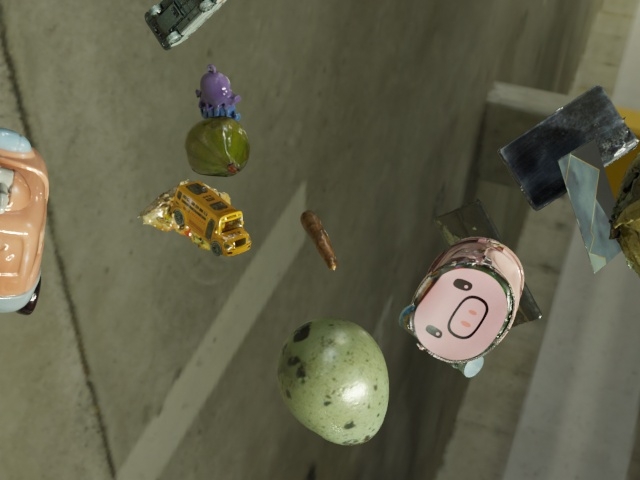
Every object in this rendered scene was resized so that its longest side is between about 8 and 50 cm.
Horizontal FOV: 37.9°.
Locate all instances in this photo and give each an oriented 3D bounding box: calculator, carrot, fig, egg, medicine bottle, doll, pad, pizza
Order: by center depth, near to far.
[{"bbox_3d":[0.026,0.231,1.504,0.228,0.177,0.177,62,34,-19],"label":"egg"},{"bbox_3d":[0.000,-0.001,1.690,0.165,0.035,0.036,-119,-157,-46],"label":"carrot"},{"bbox_3d":[0.221,0.185,1.730,0.051,0.191,0.051,-20,127,-30],"label":"medicine bottle"},{"bbox_3d":[-0.185,-0.183,1.800,0.185,0.133,0.127,0,-106,60],"label":"fig"},{"bbox_3d":[0.555,-0.073,1.884,0.163,0.004,0.243,-30,103,-41],"label":"pad"},{"bbox_3d":[0.518,-0.195,1.947,0.261,0.161,0.021,-32,-176,5],"label":"calculator"},{"bbox_3d":[-0.214,-0.276,1.970,0.067,0.109,0.206,-45,137,-47],"label":"doll"},{"bbox_3d":[-0.302,-0.068,2.194,0.226,0.069,0.147,25,87,-33],"label":"pizza"}]

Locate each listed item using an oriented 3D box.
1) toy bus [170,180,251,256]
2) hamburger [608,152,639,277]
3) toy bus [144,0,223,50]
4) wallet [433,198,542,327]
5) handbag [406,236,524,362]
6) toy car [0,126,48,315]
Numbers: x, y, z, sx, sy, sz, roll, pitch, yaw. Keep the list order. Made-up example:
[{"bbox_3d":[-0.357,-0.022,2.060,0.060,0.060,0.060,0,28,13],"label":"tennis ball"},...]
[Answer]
[{"bbox_3d":[-0.193,-0.039,1.668,0.069,0.162,0.074,-20,137,-45],"label":"toy bus"},{"bbox_3d":[0.502,-0.010,1.165,0.134,0.265,0.285,-65,154,-23],"label":"hamburger"},{"bbox_3d":[-0.254,-0.461,1.824,0.194,0.087,0.089,-33,-179,38],"label":"toy bus"},{"bbox_3d":[0.394,0.064,2.219,0.044,0.321,0.170,-33,-175,-33],"label":"wallet"},{"bbox_3d":[0.255,0.102,1.611,0.205,0.179,0.116,-62,180,23],"label":"handbag"},{"bbox_3d":[-0.460,-0.040,1.281,0.212,0.180,0.271,-60,-150,29],"label":"toy car"}]
